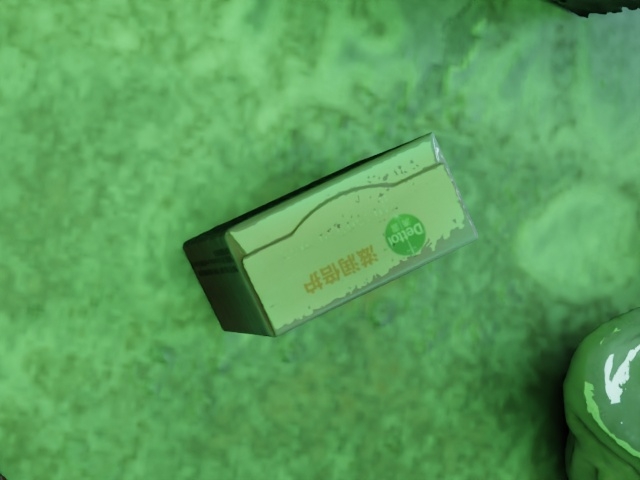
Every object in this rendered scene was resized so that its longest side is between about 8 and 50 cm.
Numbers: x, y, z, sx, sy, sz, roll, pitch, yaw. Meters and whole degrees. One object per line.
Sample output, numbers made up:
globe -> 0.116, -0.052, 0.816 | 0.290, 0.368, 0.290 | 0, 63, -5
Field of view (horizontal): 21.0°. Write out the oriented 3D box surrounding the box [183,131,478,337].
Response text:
box -> 0.000, 0.000, 0.676 | 0.089, 0.125, 0.043 | -25, 93, -10

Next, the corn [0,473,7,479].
corn -> -0.106, 0.176, 0.675 | 0.079, 0.079, 0.237 | -31, 88, -11

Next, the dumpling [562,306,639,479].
dumpling -> 0.171, 0.081, 0.721 | 0.169, 0.100, 0.134 | 45, 67, -7

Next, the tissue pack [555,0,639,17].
tissue pack -> 0.139, -0.295, 0.664 | 0.210, 0.198, 0.370 | 21, 82, -28
